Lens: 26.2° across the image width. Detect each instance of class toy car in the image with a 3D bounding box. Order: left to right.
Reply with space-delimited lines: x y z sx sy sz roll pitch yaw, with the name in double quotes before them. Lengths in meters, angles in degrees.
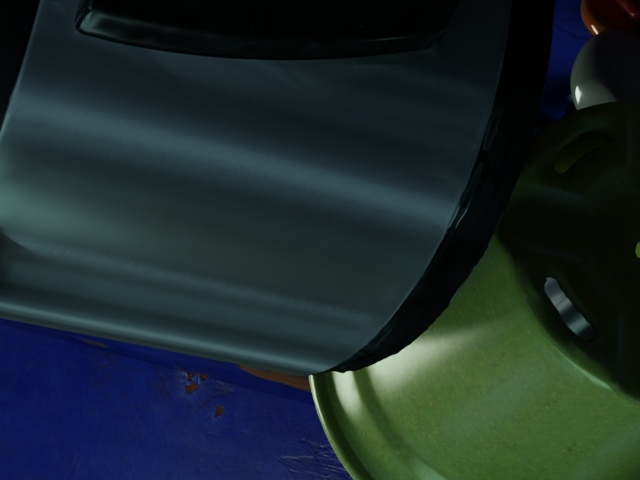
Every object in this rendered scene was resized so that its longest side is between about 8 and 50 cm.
"toy car" 0.239 -0.151 0.857 0.182 0.159 0.136 -3 117 57

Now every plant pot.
"plant pot" 0.154 0.044 0.869 0.276 0.276 0.254 19 155 -7

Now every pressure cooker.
"pressure cooker" -0.128 -0.122 0.783 0.420 0.375 0.370 14 -166 -23

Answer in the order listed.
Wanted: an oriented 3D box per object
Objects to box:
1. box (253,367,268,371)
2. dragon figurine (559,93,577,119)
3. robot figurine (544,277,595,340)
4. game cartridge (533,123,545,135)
"box" -0.071 -0.031 1.316 0.143 0.270 0.165 17 164 -1
"dragon figurine" 0.136 -0.044 1.164 0.289 0.085 0.144 -13 145 -6
"robot figurine" 0.310 0.150 1.650 0.300 0.200 0.353 57 179 16
"game cartridge" 0.198 -0.044 1.394 0.196 0.060 0.294 27 163 -20
